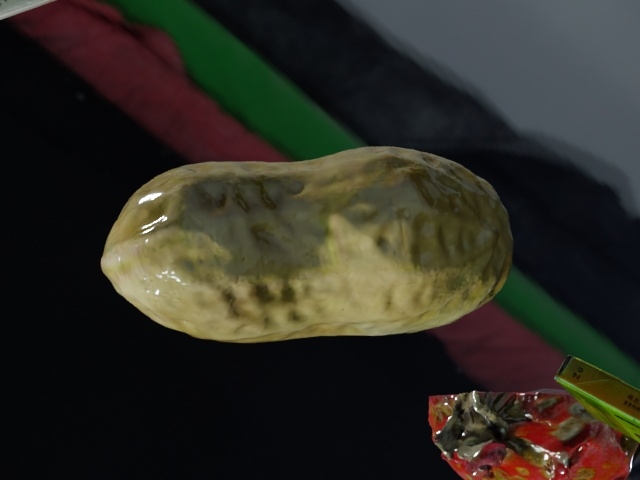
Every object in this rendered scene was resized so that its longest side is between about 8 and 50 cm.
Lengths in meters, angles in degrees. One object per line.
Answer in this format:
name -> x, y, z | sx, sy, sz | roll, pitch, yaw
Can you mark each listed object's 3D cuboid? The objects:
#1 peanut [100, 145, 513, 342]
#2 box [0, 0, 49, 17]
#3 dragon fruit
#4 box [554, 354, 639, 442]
peanut -> 0.000, 0.000, 0.758 | 0.226, 0.108, 0.095 | -2, -110, -28
box -> -0.282, -0.317, 1.413 | 0.058, 0.141, 0.201 | 4, 115, 68
dragon fruit -> 0.203, 0.227, 1.674 | 0.211, 0.262, 0.134 | 20, -111, -49
box -> 0.312, 0.172, 1.368 | 0.193, 0.030, 0.121 | 28, 172, 37
